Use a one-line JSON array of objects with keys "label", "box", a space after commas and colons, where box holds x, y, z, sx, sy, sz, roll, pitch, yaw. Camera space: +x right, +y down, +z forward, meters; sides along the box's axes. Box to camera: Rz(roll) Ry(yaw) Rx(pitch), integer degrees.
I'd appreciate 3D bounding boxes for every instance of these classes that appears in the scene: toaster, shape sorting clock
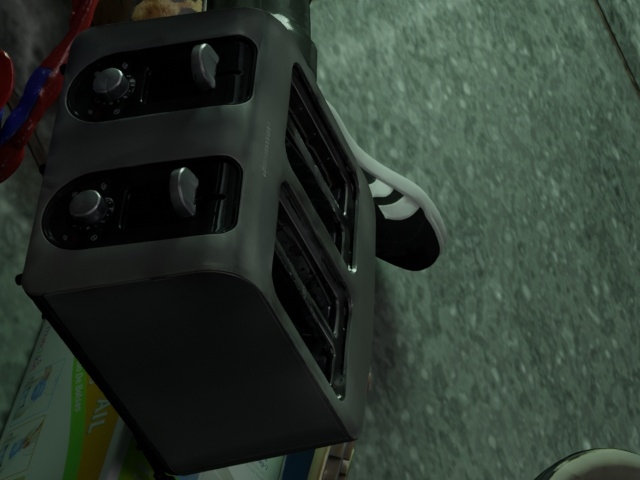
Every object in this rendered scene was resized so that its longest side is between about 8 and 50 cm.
[{"label": "toaster", "box": [-0.050, 0.008, 0.937, 0.186, 0.110, 0.168, 61, 26, -44]}, {"label": "shape sorting clock", "box": [-0.004, 0.163, 1.088, 0.206, 0.040, 0.206, 11, 90, -86]}]

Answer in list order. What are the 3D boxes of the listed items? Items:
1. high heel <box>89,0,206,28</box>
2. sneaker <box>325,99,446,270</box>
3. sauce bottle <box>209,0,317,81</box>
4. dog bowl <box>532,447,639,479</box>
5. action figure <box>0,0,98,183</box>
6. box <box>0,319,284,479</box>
[{"label": "high heel", "box": [-0.164, -0.175, 1.163, 0.186, 0.093, 0.261, 7, 73, -33]}, {"label": "sneaker", "box": [0.000, 0.000, 1.281, 0.217, 0.079, 0.121, 41, 60, -47]}, {"label": "sauce bottle", "box": [-0.043, -0.248, 1.323, 0.111, 0.111, 0.344, 30, 48, -42]}, {"label": "dog bowl", "box": [0.169, 0.343, 1.229, 0.408, 0.150, 0.408, 32, 46, -40]}, {"label": "action figure", "box": [-0.167, -0.097, 0.953, 0.091, 0.280, 0.139, 23, 84, -6]}, {"label": "box", "box": [-0.092, 0.105, 1.049, 0.114, 0.103, 0.203, 46, 39, -29]}]
